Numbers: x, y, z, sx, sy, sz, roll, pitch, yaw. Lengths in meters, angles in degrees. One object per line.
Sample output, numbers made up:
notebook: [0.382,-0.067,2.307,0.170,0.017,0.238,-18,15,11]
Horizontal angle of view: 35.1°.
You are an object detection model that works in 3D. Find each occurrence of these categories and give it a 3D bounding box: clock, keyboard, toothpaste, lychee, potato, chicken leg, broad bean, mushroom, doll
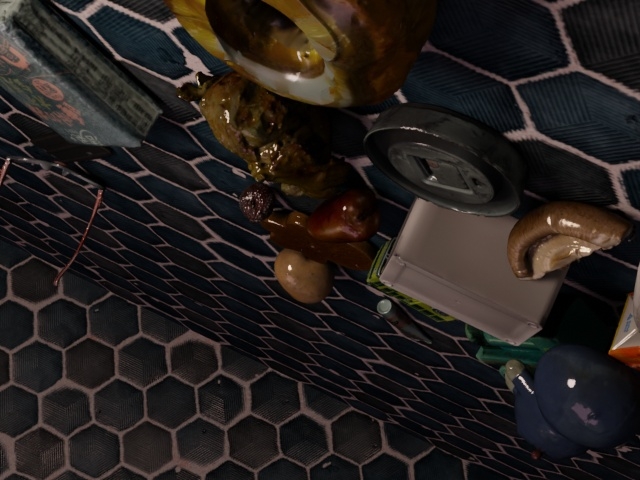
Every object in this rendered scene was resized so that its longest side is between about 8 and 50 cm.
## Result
clock: [0.168,-0.105,1.354,0.226,0.049,0.226,23,163,7]
keyboard: [-0.497,-0.194,2.069,0.103,0.041,0.381,35,167,-30]
toothpaste: [0.179,0.181,2.183,0.056,0.036,0.205,11,161,35]
lychee: [-0.112,-0.068,1.819,0.067,0.068,0.083,-20,172,7]
potato: [-0.029,0.070,2.035,0.112,0.112,0.147,7,160,46]
chicken leg: [-0.034,-0.133,1.432,0.211,0.140,0.361,40,-177,33]
broad bean: [0.037,-0.037,1.628,0.165,0.114,0.085,-9,99,59]
mushroom: [0.325,-0.010,1.362,0.094,0.072,0.210,35,149,-12]
doll: [0.400,0.250,1.585,0.228,0.154,0.258,35,145,5]

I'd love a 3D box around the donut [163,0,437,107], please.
donut: [-0.029,-0.253,1.024,0.329,0.160,0.330,16,160,6]

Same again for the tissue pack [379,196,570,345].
tissue pack: [0.232,0.038,1.528,0.246,0.136,0.159,25,163,2]

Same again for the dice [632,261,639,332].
dice: [0.459,0.034,1.103,0.194,0.193,0.192,19,163,25]

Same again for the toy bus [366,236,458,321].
toy bus: [0.171,0.072,1.789,0.175,0.088,0.101,29,164,-14]

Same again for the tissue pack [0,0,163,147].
tissue pack: [-0.439,-0.272,1.639,0.228,0.103,0.315,11,156,44]

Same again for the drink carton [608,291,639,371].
drink carton: [0.616,0.196,1.487,0.351,0.111,0.154,29,163,-12]

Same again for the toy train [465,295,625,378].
toy train: [0.383,0.178,1.764,0.194,0.120,0.298,43,157,-24]

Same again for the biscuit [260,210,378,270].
biscuit: [0.000,0.000,1.906,0.236,0.039,0.180,18,159,22]

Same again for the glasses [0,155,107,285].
glasses: [-0.622,-0.051,2.249,0.234,0.268,0.118,19,175,-2]
